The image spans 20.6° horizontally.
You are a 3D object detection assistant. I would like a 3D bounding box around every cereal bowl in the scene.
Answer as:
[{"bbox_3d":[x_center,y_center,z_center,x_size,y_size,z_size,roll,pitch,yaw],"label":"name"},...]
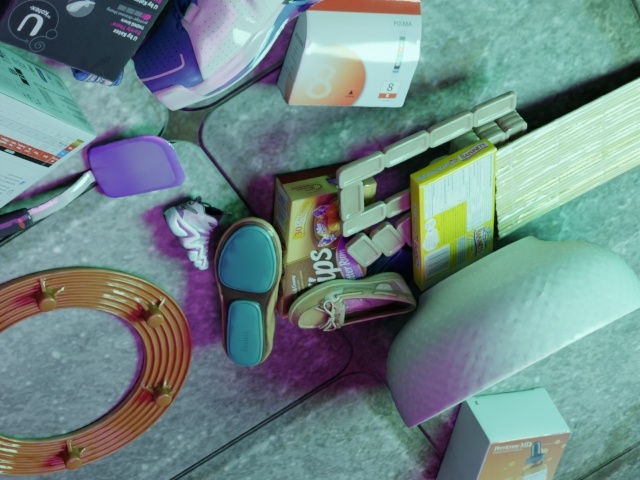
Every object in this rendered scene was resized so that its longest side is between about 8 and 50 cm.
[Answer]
[{"bbox_3d":[0.220,0.093,2.148,0.339,0.141,0.339,-28,173,-4],"label":"cereal bowl"}]

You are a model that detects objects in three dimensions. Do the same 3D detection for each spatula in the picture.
[{"bbox_3d":[-0.293,-0.041,1.904,0.296,0.030,0.084,-23,135,-5],"label":"spatula"}]

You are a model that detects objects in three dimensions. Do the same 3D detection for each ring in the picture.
[{"bbox_3d":[-0.310,0.166,2.087,0.336,0.032,0.336,-14,134,-15],"label":"ring"}]

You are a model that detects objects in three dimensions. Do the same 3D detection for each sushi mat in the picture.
[{"bbox_3d":[0.339,-0.119,2.120,0.316,0.019,0.151,-27,138,-14],"label":"sushi mat"}]

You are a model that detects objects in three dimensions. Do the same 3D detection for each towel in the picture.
[{"bbox_3d":[0.076,0.050,2.173,0.119,0.029,0.067,-46,134,17],"label":"towel"}]

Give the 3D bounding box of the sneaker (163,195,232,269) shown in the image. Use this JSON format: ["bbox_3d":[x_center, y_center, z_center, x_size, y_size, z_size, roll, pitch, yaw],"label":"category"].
[{"bbox_3d":[-0.129,-0.012,2.007,0.069,0.038,0.098,-29,137,1],"label":"sneaker"}]

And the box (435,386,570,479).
[{"bbox_3d":[0.251,0.300,2.445,0.130,0.091,0.170,-5,132,-22],"label":"box"}]

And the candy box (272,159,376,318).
[{"bbox_3d":[0.000,0.000,2.071,0.109,0.053,0.186,-12,133,-20],"label":"candy box"}]

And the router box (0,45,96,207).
[{"bbox_3d":[-0.405,-0.069,1.668,0.301,0.082,0.335,-35,168,7],"label":"router box"}]

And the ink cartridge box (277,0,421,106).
[{"bbox_3d":[0.046,-0.225,1.895,0.145,0.045,0.179,-1,132,-26],"label":"ink cartridge box"}]

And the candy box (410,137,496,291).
[{"bbox_3d":[0.155,-0.028,2.069,0.105,0.027,0.206,-28,146,-17],"label":"candy box"}]

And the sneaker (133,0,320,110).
[{"bbox_3d":[-0.079,-0.290,1.731,0.315,0.127,0.182,-36,124,14],"label":"sneaker"}]

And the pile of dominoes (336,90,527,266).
[{"bbox_3d":[0.122,-0.076,2.043,0.251,0.040,0.196,-24,145,-17],"label":"pile of dominoes"}]

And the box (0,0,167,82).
[{"bbox_3d":[-0.198,-0.309,1.607,0.143,0.165,0.270,17,120,-37],"label":"box"}]

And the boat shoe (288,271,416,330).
[{"bbox_3d":[0.037,0.078,2.091,0.153,0.048,0.056,-10,134,-21],"label":"boat shoe"}]

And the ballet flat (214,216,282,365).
[{"bbox_3d":[-0.084,0.046,2.064,0.080,0.073,0.232,12,131,4],"label":"ballet flat"}]

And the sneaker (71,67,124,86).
[{"bbox_3d":[-0.224,-0.210,1.770,0.058,0.052,0.135,-3,131,-18],"label":"sneaker"}]
